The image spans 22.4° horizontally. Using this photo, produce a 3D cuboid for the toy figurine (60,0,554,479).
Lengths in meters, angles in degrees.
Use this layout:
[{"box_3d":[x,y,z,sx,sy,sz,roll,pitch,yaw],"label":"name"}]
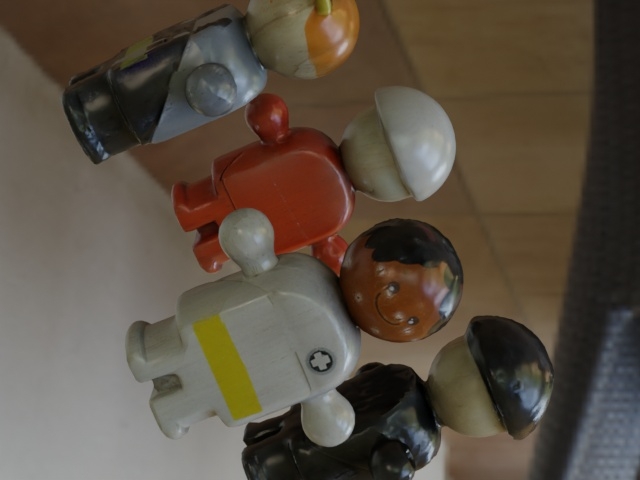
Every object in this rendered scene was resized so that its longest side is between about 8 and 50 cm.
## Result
[{"box_3d":[0.000,0.000,0.718,0.148,0.213,0.209,-22,151,9],"label":"toy figurine"}]
